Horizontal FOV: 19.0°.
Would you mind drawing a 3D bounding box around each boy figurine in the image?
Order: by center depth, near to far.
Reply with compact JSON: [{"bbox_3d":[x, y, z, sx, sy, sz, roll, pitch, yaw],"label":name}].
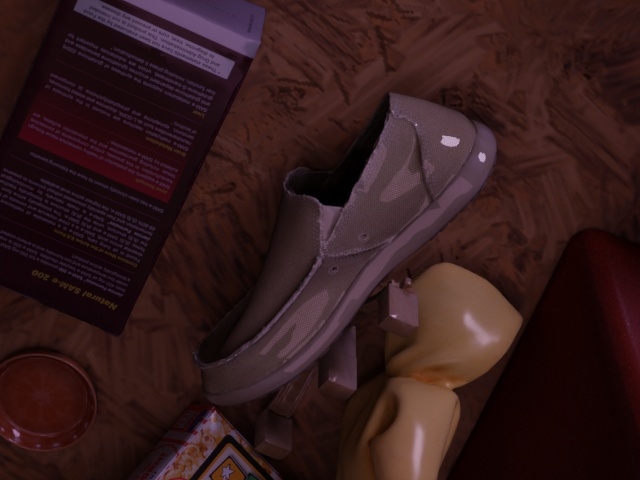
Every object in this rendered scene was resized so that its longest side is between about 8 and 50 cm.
[{"bbox_3d":[0.055,0.156,1.338,0.092,0.177,0.285,22,84,-6],"label":"boy figurine"}]

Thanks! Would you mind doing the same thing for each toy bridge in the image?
[{"bbox_3d":[0.011,0.081,1.343,0.026,0.063,0.188,23,133,-22],"label":"toy bridge"}]

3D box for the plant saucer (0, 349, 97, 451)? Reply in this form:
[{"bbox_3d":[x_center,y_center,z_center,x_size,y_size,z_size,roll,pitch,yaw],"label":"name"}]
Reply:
[{"bbox_3d":[-0.205,0.116,1.400,0.083,0.013,0.083,0,116,0],"label":"plant saucer"}]

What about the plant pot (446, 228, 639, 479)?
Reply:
[{"bbox_3d":[0.251,0.195,1.304,0.267,0.236,0.267,20,115,-8],"label":"plant pot"}]

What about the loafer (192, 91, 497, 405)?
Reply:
[{"bbox_3d":[0.000,0.000,1.296,0.092,0.102,0.268,41,101,-16],"label":"loafer"}]

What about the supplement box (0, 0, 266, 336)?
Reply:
[{"bbox_3d":[-0.143,-0.068,1.275,0.130,0.073,0.239,24,113,-9],"label":"supplement box"}]

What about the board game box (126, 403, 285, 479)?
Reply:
[{"bbox_3d":[-0.069,0.237,1.393,0.193,0.045,0.147,49,67,-19],"label":"board game box"}]
